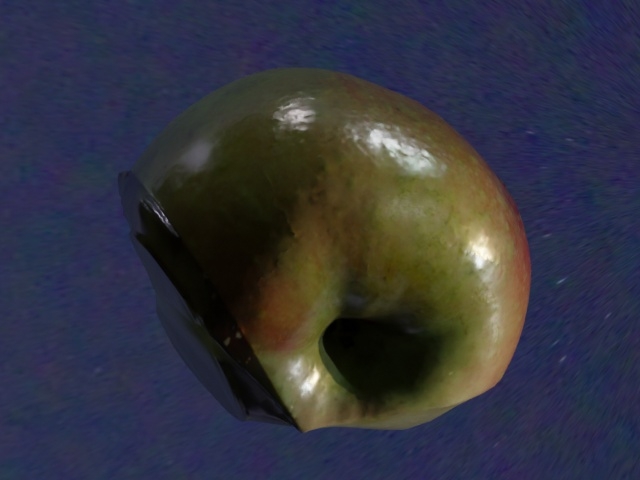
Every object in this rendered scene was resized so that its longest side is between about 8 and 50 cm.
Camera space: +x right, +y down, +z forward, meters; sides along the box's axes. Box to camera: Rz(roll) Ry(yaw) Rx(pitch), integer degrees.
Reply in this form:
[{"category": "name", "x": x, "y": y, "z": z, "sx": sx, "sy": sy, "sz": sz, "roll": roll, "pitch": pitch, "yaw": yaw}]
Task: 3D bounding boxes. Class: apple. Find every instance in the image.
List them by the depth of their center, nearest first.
[{"category": "apple", "x": 0.000, "y": 0.000, "z": 0.911, "sx": 0.207, "sy": 0.188, "sz": 0.174, "roll": 17, "pitch": -68, "yaw": -19}]
